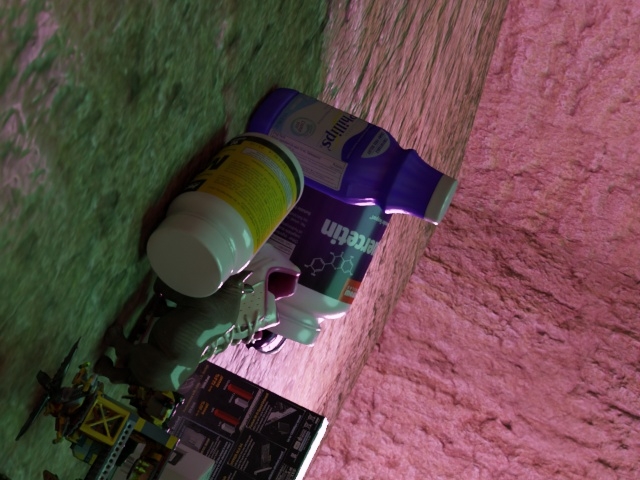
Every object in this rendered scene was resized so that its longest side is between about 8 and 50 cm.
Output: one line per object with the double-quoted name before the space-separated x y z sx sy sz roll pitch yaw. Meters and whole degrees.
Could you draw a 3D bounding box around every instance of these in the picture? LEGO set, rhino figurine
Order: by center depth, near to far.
"LEGO set" -0.296 0.248 1.000 0.331 0.192 0.255 -60 -162 -11
"rhino figurine" -0.159 0.090 1.267 0.243 0.106 0.073 -50 157 -29

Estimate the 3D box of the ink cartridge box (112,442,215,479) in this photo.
"ink cartridge box" -0.211 0.325 1.396 0.060 0.180 0.104 -45 157 -61

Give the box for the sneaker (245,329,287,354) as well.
"sneaker" -0.063 0.107 1.900 0.224 0.083 0.098 -65 164 0

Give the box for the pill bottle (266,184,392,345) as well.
"pill bottle" 0.000 0.000 1.693 0.323 0.181 0.181 -66 169 2

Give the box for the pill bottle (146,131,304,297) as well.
"pill bottle" -0.113 -0.032 1.258 0.208 0.119 0.119 -54 164 -46

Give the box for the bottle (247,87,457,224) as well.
"bottle" 0.043 -0.108 1.401 0.118 0.283 0.092 -54 164 -42

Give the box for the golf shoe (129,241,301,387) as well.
"golf shoe" -0.136 0.099 1.386 0.306 0.140 0.115 -55 165 -38

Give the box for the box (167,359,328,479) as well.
"box" -0.163 0.345 1.509 0.307 0.242 0.076 -64 169 -14
